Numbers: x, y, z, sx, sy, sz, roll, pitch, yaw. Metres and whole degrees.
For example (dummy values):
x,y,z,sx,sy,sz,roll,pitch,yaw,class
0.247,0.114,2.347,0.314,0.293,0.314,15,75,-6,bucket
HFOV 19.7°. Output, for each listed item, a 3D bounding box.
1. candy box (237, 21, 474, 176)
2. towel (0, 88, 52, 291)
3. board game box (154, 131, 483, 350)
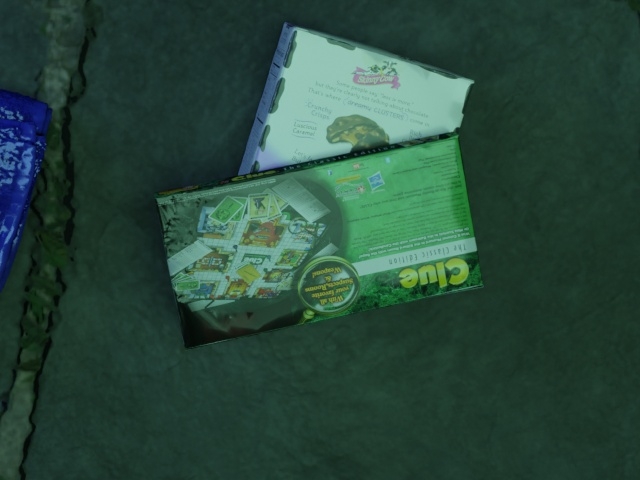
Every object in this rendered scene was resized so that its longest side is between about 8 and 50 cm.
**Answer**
x,y,z,sx,sy,sz,roll,pitch,yaw,class
0.022,-0.071,1.589,0.165,0.070,0.196,16,98,-11,candy box
-0.396,-0.046,1.522,0.308,0.076,0.228,16,96,-12,towel
0.000,0.000,1.549,0.259,0.030,0.136,-11,101,-6,board game box
